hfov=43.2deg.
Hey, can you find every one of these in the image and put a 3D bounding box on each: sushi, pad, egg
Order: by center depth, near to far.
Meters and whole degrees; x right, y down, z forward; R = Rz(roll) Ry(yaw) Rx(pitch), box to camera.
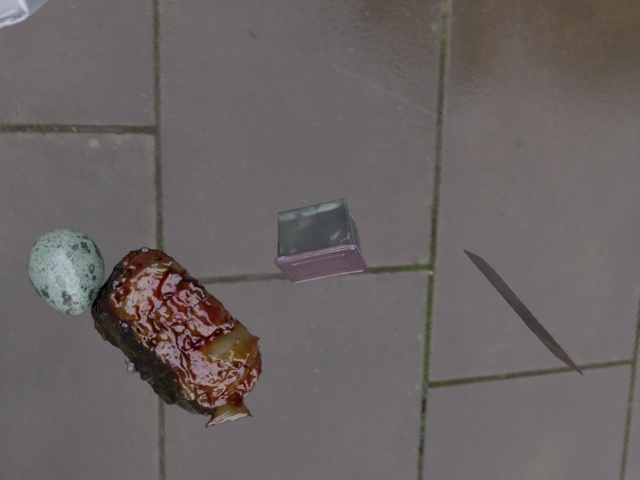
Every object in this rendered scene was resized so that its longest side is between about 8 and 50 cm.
[{"bbox_3d":[0.299,0.122,1.379,0.055,0.323,0.250,-44,96,-17],"label":"pad"},{"bbox_3d":[-0.240,0.175,1.385,0.343,0.182,0.196,46,75,-9],"label":"sushi"},{"bbox_3d":[-0.455,0.057,1.454,0.132,0.172,0.132,-20,153,-11],"label":"egg"}]

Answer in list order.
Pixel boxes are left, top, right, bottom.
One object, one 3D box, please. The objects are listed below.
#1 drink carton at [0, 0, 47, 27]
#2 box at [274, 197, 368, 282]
[{"bbox_3d":[-0.234,-0.224,0.436,0.101,0.134,0.222,-16,115,1],"label":"drink carton"},{"bbox_3d":[0.000,0.000,0.826,0.084,0.063,0.060,-11,151,14],"label":"box"}]
